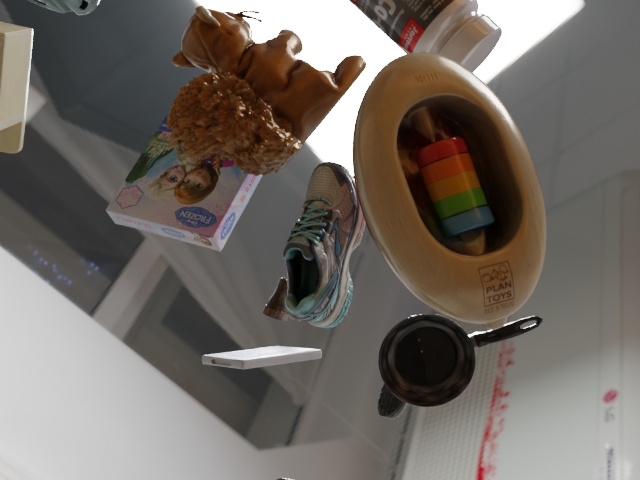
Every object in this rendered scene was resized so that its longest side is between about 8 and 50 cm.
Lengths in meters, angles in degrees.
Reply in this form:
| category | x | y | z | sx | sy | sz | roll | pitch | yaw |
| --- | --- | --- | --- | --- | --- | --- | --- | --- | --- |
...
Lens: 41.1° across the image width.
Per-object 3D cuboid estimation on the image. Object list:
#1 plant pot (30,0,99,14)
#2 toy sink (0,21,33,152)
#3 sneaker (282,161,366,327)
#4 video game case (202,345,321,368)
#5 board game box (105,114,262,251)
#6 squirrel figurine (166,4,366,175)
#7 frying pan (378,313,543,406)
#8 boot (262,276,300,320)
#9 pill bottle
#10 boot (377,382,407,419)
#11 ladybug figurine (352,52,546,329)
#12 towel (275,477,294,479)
| category | x | y | z | sx | sy | sz | roll | pitch | yaw |
| --- | --- | --- | --- | --- | --- | --- | --- | --- | --- |
| plant pot | -0.552 | -0.700 | 1.860 | 0.341 | 0.341 | 0.334 | -10 | -122 | 65 |
| toy sink | -0.606 | -0.264 | 1.482 | 0.131 | 0.153 | 0.234 | -77 | 180 | -71 |
| sneaker | 0.000 | 0.000 | 1.419 | 0.110 | 0.122 | 0.283 | -4 | -103 | 36 |
| video game case | -0.123 | 0.241 | 1.777 | 0.173 | 0.190 | 0.022 | -5 | -93 | 55 |
| board game box | -0.316 | -0.150 | 2.107 | 0.319 | 0.066 | 0.318 | 13 | -119 | 24 |
| squirrel figurine | -0.171 | -0.342 | 1.884 | 0.397 | 0.370 | 0.281 | -55 | -172 | -37 |
| frying pan | 0.262 | 0.199 | 1.735 | 0.326 | 0.197 | 0.053 | -44 | -175 | 9 |
| boot | -0.079 | 0.154 | 2.277 | 0.106 | 0.082 | 0.219 | -69 | 165 | 3 |
| pill bottle | 0.190 | -0.433 | 1.599 | 0.161 | 0.283 | 0.161 | -42 | 168 | -11 |
| boot | 0.239 | 0.325 | 1.923 | 0.083 | 0.161 | 0.246 | -6 | -134 | 52 |
| ladybug figurine | 0.192 | -0.071 | 1.358 | 0.305 | 0.449 | 0.162 | -12 | 172 | -22 |
| towel | 0.069 | 0.469 | 1.321 | 0.284 | 0.235 | 0.121 | 2 | -121 | 21 |
